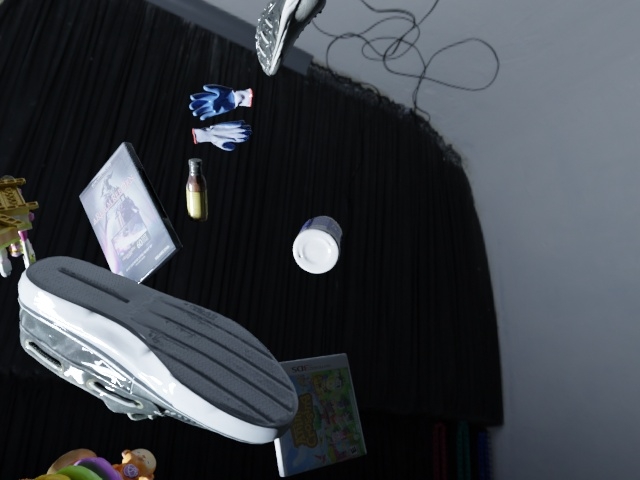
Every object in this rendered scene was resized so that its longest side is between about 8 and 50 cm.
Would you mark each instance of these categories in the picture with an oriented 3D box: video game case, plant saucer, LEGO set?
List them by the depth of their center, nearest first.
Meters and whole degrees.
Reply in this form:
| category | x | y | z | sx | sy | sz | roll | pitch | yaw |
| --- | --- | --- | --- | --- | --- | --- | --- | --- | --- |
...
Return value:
| category | x | y | z | sx | sy | sz | roll | pitch | yaw |
| --- | --- | --- | --- | --- | --- | --- | --- | --- | --- |
| LEGO set | -0.421 | 0.013 | 0.593 | 0.132 | 0.287 | 0.107 | -2 | 121 | -17 |
| plant saucer | -0.394 | 0.378 | 0.763 | 0.015 | 0.083 | 0.083 | 10 | 168 | 43 |
| video game case | -0.009 | 0.350 | 0.983 | 0.194 | 0.212 | 0.023 | 0 | 158 | -30 |
| video game case | -0.416 | -0.044 | 1.027 | 0.196 | 0.274 | 0.026 | -38 | 163 | 25 |

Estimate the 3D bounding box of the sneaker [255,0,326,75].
| category | x | y | z | sx | sy | sz | roll | pitch | yaw |
| --- | --- | --- | --- | --- | --- | --- | --- | --- | --- |
| sneaker | -0.047 | -0.438 | 0.915 | 0.108 | 0.100 | 0.271 | -1 | 138 | -35 |

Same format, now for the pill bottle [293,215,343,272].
| category | x | y | z | sx | sy | sz | roll | pitch | yaw |
| --- | --- | --- | --- | --- | --- | --- | --- | --- | --- |
| pill bottle | 0.000 | 0.000 | 1.192 | 0.112 | 0.111 | 0.186 | 2 | -163 | 6 |

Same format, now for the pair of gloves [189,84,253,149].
| category | x | y | z | sx | sy | sz | roll | pitch | yaw |
| --- | --- | --- | --- | --- | --- | --- | --- | --- | --- |
| pair of gloves | -0.251 | -0.309 | 1.219 | 0.160 | 0.023 | 0.198 | -10 | 141 | -18 |

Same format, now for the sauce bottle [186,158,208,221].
| category | x | y | z | sx | sy | sz | roll | pitch | yaw |
| --- | --- | --- | --- | --- | --- | --- | --- | --- | --- |
| sauce bottle | -0.251 | -0.102 | 0.969 | 0.042 | 0.128 | 0.042 | 4 | -158 | -2 |

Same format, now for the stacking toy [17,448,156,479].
| category | x | y | z | sx | sy | sz | roll | pitch | yaw |
| --- | --- | --- | --- | --- | --- | --- | --- | --- | --- |
| stacking toy | -0.338 | 0.373 | 0.660 | 0.175 | 0.165 | 0.302 | 34 | -163 | 18 |

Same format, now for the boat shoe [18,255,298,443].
| category | x | y | z | sx | sy | sz | roll | pitch | yaw |
| --- | --- | --- | --- | --- | --- | --- | --- | --- | --- |
| boat shoe | -0.184 | 0.134 | 0.528 | 0.335 | 0.119 | 0.121 | 27 | -156 | 13 |
